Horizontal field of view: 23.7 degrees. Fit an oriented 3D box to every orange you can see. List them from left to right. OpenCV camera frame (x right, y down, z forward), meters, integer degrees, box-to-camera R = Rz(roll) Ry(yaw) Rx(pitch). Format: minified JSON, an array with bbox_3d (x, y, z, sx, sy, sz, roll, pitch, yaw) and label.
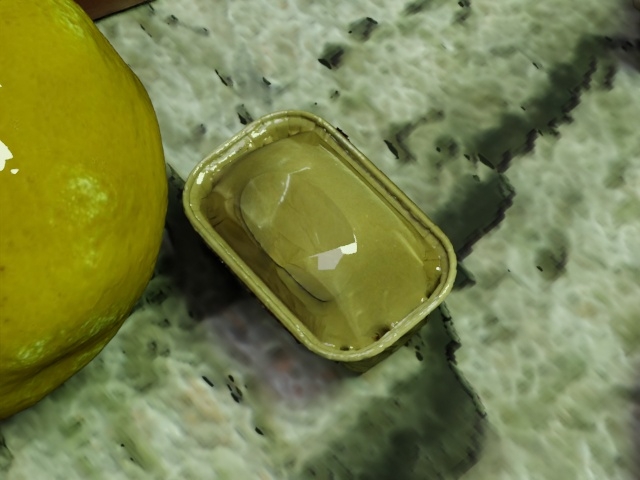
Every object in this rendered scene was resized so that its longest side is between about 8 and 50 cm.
[{"bbox_3d":[-0.213,-0.028,0.879,0.279,0.235,0.279,-14,71,48],"label":"orange"}]

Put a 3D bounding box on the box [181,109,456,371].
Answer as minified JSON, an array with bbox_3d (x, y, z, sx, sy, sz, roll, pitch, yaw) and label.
[{"bbox_3d":[0.000,0.000,0.907,0.111,0.111,0.177,-39,61,-12],"label":"box"}]

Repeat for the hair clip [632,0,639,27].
[{"bbox_3d":[0.265,-0.192,0.987,0.173,0.069,0.300,-22,59,-5],"label":"hair clip"}]

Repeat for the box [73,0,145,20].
[{"bbox_3d":[-0.333,-0.295,1.127,0.344,0.122,0.385,-20,59,0],"label":"box"}]
